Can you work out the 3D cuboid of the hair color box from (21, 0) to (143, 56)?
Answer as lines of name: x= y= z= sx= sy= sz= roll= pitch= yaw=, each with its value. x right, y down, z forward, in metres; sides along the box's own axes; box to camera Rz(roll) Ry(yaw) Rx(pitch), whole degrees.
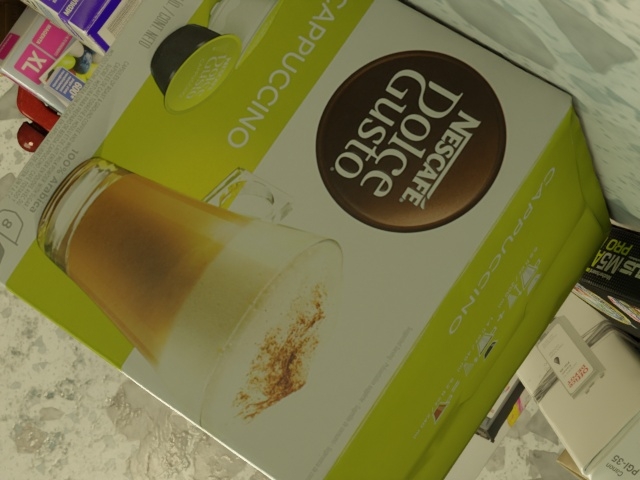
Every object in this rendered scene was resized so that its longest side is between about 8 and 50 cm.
hair color box: x=-0.375 y=-0.364 z=1.768 sx=0.339 sy=0.110 sz=0.185 roll=36 pitch=178 yaw=3

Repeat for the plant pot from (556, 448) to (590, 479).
plant pot: x=0.471 y=0.284 z=1.873 sx=0.284 sy=0.191 sz=0.284 roll=34 pitch=177 yaw=2

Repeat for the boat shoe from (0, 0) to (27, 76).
boat shoe: x=-0.358 y=-0.269 z=2.011 sx=0.341 sy=0.121 sz=0.110 roll=8 pitch=172 yaw=-28

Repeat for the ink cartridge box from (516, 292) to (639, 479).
ink cartridge box: x=0.316 y=0.160 z=1.533 sx=0.207 sy=0.117 sz=0.283 roll=33 pitch=-165 yaw=-31

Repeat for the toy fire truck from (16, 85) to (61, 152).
toy fire truck: x=-0.330 y=-0.208 z=2.252 sx=0.302 sy=0.254 sz=0.169 roll=35 pitch=177 yaw=-9

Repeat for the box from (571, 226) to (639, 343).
box: x=0.351 y=0.086 z=1.350 sx=0.270 sy=0.060 sz=0.216 roll=36 pitch=176 yaw=-22

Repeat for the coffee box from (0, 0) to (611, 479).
coffee box: x=0.000 y=0.000 z=1.196 sx=0.334 sy=0.337 sz=0.338 roll=33 pitch=176 yaw=21

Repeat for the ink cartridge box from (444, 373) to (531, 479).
ink cartridge box: x=0.148 y=0.122 z=1.750 sx=0.226 sy=0.306 sz=0.131 roll=32 pitch=176 yaw=44

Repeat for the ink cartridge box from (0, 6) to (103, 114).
ink cartridge box: x=-0.262 y=-0.222 z=1.960 sx=0.311 sy=0.185 sz=0.065 roll=36 pitch=175 yaw=-35
